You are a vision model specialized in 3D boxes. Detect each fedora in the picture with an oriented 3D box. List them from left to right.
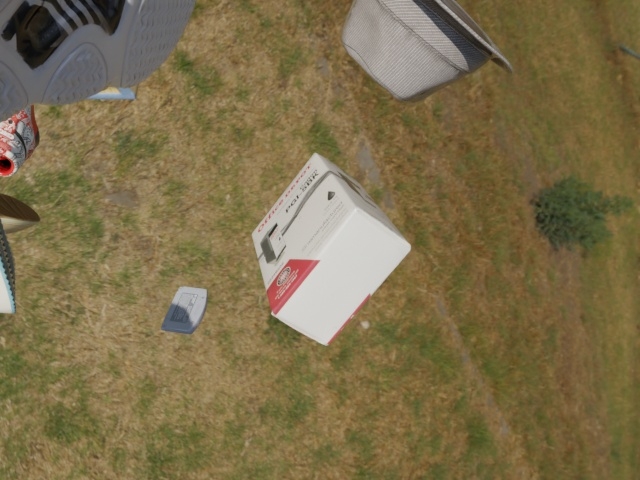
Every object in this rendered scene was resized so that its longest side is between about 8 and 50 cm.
[{"bbox_3d":[0.112,-0.259,0.707,0.243,0.124,0.276,29,31,-25],"label":"fedora"}]

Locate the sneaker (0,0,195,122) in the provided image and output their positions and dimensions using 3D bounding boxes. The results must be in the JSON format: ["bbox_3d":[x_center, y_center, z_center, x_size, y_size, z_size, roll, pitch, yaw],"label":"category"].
[{"bbox_3d":[-0.229,-0.174,0.311,0.210,0.137,0.366,34,23,-1],"label":"sneaker"}]

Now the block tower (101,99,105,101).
[{"bbox_3d":[-0.730,-0.570,1.641,0.335,0.090,0.097,43,43,-37],"label":"block tower"}]

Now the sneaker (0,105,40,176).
[{"bbox_3d":[-0.646,-0.259,1.131,0.090,0.270,0.145,8,44,-4],"label":"sneaker"}]

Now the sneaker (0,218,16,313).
[{"bbox_3d":[-0.331,-0.017,0.485,0.092,0.087,0.229,-9,128,-22],"label":"sneaker"}]

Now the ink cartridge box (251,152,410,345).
[{"bbox_3d":[0.000,0.000,0.446,0.056,0.135,0.099,33,103,-25],"label":"ink cartridge box"}]

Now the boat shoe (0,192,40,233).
[{"bbox_3d":[-0.805,-0.046,1.320,0.109,0.302,0.098,42,104,11],"label":"boat shoe"}]

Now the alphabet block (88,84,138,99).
[{"bbox_3d":[-0.513,-0.446,1.236,0.193,0.192,0.197,69,26,-70],"label":"alphabet block"}]

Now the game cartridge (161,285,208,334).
[{"bbox_3d":[-0.210,0.110,0.881,0.017,0.055,0.083,82,18,-46],"label":"game cartridge"}]
